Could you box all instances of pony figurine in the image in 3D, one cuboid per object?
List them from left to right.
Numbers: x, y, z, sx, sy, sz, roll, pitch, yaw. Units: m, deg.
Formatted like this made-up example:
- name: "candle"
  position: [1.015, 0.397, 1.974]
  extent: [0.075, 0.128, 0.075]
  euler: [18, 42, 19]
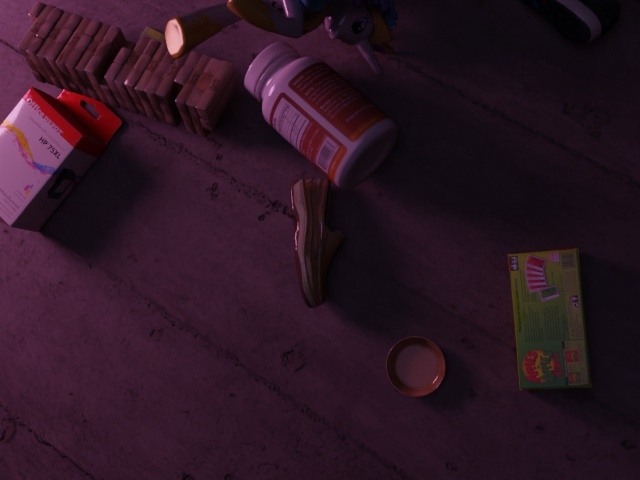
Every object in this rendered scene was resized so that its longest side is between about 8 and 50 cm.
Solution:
- name: "pony figurine"
  position: [-0.060, -0.393, 1.234]
  extent: [0.303, 0.363, 0.351]
  euler: [-25, 76, 45]

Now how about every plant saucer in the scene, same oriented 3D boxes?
- name: "plant saucer"
  position: [0.133, 0.175, 1.265]
  extent: [0.083, 0.015, 0.083]
  euler: [-2, 83, 16]

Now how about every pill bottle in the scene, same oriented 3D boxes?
- name: "pill bottle"
  position: [-0.003, -0.183, 1.294]
  extent: [0.216, 0.121, 0.121]
  euler: [44, 96, 17]

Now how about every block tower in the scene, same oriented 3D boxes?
- name: "block tower"
  position: [-0.296, -0.258, 1.381]
  extent: [0.335, 0.091, 0.097]
  euler: [21, 69, 14]

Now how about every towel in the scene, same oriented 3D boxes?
- name: "towel"
  position: [-0.276, -0.295, 1.446]
  extent: [0.060, 0.009, 0.083]
  euler: [30, 92, 18]

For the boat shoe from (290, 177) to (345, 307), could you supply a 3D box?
- name: "boat shoe"
  position: [0.000, 0.000, 1.303]
  extent: [0.072, 0.068, 0.190]
  euler: [-6, 81, 4]

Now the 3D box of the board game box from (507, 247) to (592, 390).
- name: "board game box"
  position: [0.305, 0.106, 1.208]
  extent: [0.092, 0.043, 0.181]
  euler: [-6, 81, 16]

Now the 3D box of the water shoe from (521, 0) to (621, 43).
- name: "water shoe"
  position: [0.326, -0.356, 1.256]
  extent: [0.080, 0.073, 0.203]
  euler: [-32, 74, -17]

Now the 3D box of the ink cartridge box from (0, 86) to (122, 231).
- name: "ink cartridge box"
  position: [-0.440, -0.144, 1.440]
  extent: [0.134, 0.078, 0.231]
  euler: [41, 95, 17]
